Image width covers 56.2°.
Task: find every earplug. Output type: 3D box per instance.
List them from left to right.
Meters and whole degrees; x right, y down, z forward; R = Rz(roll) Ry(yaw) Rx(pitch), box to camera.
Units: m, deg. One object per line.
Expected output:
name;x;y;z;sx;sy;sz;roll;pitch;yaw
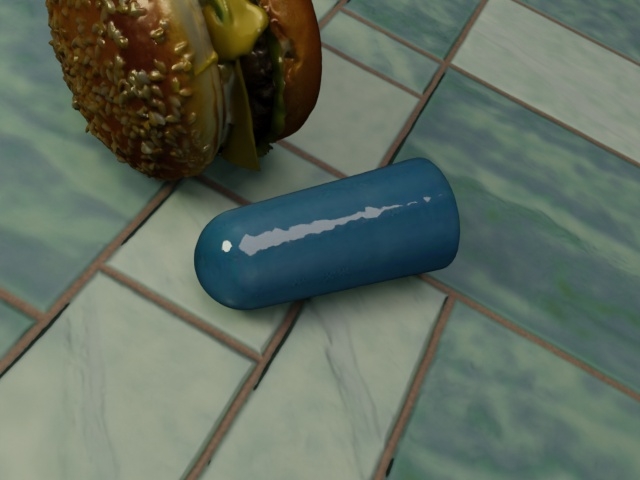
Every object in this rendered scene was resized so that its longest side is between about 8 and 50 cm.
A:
earplug;0.000;0.000;0.643;0.272;0.132;0.132;-14;61;-21

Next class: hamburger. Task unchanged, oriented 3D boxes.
hamburger;-0.154;-0.202;0.649;0.225;0.291;0.291;-28;68;-30
